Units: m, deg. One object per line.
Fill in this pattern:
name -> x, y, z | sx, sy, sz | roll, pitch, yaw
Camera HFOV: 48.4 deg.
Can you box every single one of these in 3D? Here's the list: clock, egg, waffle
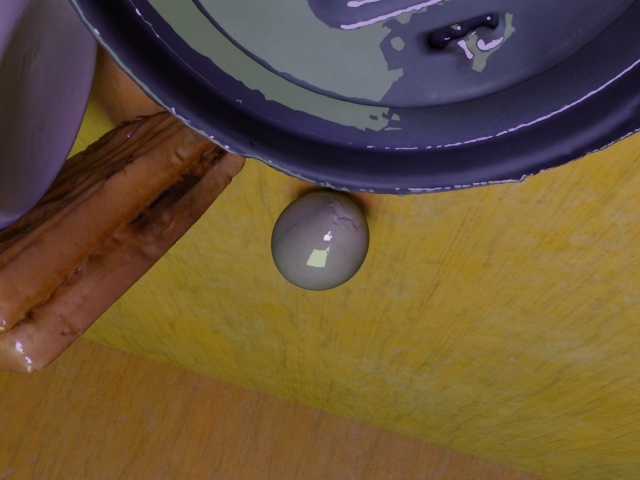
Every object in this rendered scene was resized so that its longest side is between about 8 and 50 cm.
clock -> 0.039, -0.164, 0.288 | 0.324, 0.067, 0.325 | 3, 130, 3
egg -> 0.000, 0.000, 0.840 | 0.114, 0.114, 0.152 | 21, 153, -9
waffle -> -0.236, -0.016, 0.700 | 0.224, 0.328, 0.098 | -4, 122, 39

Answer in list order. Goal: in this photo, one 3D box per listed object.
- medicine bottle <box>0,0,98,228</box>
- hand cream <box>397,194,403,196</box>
medicine bottle -> -0.361, -0.158, 0.557 | 0.306, 0.245, 0.245 | 19, 158, -2
hand cream -> 0.066, -0.091, 0.681 | 0.061, 0.039, 0.143 | 12, 153, 20
